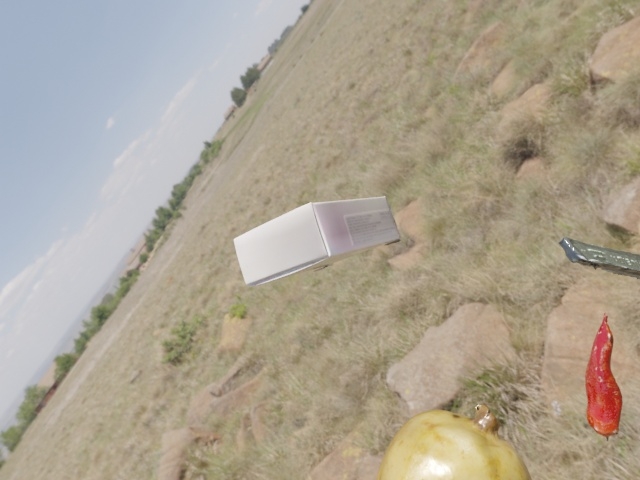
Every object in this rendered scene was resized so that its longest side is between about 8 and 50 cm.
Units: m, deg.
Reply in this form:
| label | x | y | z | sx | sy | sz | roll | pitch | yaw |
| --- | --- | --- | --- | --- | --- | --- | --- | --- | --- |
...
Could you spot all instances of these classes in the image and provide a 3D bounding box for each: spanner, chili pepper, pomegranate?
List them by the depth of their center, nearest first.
| label | x | y | z | sx | sy | sz | roll | pitch | yaw |
| --- | --- | --- | --- | --- | --- | --- | --- | --- | --- |
| spanner | 0.399 | 0.039 | 0.499 | 0.026 | 0.325 | 0.093 | 120 | 157 | -45 |
| chili pepper | 0.356 | 0.177 | 0.572 | 0.045 | 0.027 | 0.178 | -119 | 23 | -75 |
| pomegranate | 0.251 | 0.475 | 0.873 | 0.307 | 0.307 | 0.307 | -47 | 19 | 21 |

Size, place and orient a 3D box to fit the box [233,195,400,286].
| label | x | y | z | sx | sy | sz | roll | pitch | yaw |
| --- | --- | --- | --- | --- | --- | --- | --- | --- | --- |
| box | 0.000 | 0.000 | 0.862 | 0.203 | 0.106 | 0.251 | -21 | -5 | 38 |
